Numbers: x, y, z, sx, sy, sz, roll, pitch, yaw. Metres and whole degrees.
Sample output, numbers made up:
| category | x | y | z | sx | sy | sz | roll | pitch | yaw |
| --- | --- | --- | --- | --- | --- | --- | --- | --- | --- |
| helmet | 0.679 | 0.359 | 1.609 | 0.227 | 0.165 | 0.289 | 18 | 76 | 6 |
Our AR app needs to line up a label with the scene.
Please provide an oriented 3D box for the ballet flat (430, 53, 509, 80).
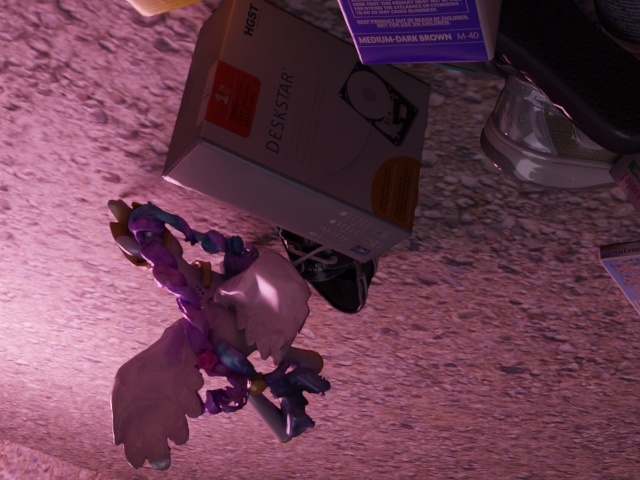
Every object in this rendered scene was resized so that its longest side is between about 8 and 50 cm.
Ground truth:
| category | x | y | z | sx | sy | sz | roll | pitch | yaw |
| --- | --- | --- | --- | --- | --- | --- | --- | --- | --- |
| ballet flat | 0.163 | -0.182 | 0.983 | 0.213 | 0.072 | 0.068 | 17 | 124 | -16 |

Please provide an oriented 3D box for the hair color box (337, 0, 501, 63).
| category | x | y | z | sx | sy | sz | roll | pitch | yaw |
| --- | --- | --- | --- | --- | --- | --- | --- | --- | --- |
| hair color box | 0.046 | -0.286 | 0.674 | 0.110 | 0.185 | 0.339 | 2 | 151 | 18 |

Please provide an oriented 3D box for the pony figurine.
| category | x | y | z | sx | sy | sz | roll | pitch | yaw |
| --- | --- | --- | --- | --- | --- | --- | --- | --- | --- |
| pony figurine | -0.130 | 0.124 | 1.400 | 0.303 | 0.351 | 0.363 | -38 | 135 | 6 |

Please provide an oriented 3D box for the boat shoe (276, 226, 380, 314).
| category | x | y | z | sx | sy | sz | roll | pitch | yaw |
| --- | --- | --- | --- | --- | --- | --- | --- | --- | --- |
| boat shoe | 0.000 | 0.000 | 1.326 | 0.108 | 0.102 | 0.301 | 0 | 151 | 18 |

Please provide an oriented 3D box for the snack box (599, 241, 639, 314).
| category | x | y | z | sx | sy | sz | roll | pitch | yaw |
| --- | --- | --- | --- | --- | --- | --- | --- | --- | --- |
| snack box | 0.420 | 0.054 | 1.377 | 0.064 | 0.022 | 0.178 | -8 | 148 | 32 |

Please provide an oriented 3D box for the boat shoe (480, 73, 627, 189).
| category | x | y | z | sx | sy | sz | roll | pitch | yaw |
| --- | --- | --- | --- | --- | --- | --- | --- | --- | --- |
| boat shoe | 0.301 | -0.112 | 0.955 | 0.320 | 0.118 | 0.103 | 0 | 130 | -17 |

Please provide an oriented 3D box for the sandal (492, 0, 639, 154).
| category | x | y | z | sx | sy | sz | roll | pitch | yaw |
| --- | --- | --- | --- | --- | --- | --- | --- | --- | --- |
| sandal | 0.164 | -0.161 | 0.841 | 0.254 | 0.097 | 0.054 | 52 | 157 | 15 |

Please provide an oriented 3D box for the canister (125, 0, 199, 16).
| category | x | y | z | sx | sy | sz | roll | pitch | yaw |
| --- | --- | --- | --- | --- | --- | --- | --- | --- | --- |
| canister | -0.162 | -0.271 | 0.896 | 0.126 | 0.073 | 0.170 | -9 | 149 | 32 |

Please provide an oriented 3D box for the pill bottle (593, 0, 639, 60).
| category | x | y | z | sx | sy | sz | roll | pitch | yaw |
| --- | --- | --- | --- | --- | --- | --- | --- | --- | --- |
| pill bottle | 0.253 | -0.223 | 0.810 | 0.108 | 0.108 | 0.180 | -3 | 151 | 23 |

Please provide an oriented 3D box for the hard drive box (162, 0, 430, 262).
| category | x | y | z | sx | sy | sz | roll | pitch | yaw |
| --- | --- | --- | --- | --- | --- | --- | --- | --- | --- |
| hard drive box | -0.017 | -0.108 | 1.043 | 0.232 | 0.181 | 0.089 | 22 | 150 | -24 |

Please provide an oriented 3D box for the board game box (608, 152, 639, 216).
| category | x | y | z | sx | sy | sz | roll | pitch | yaw |
| --- | --- | --- | --- | --- | --- | --- | --- | --- | --- |
| board game box | 0.385 | -0.080 | 0.786 | 0.097 | 0.224 | 0.303 | 25 | 119 | -29 |
